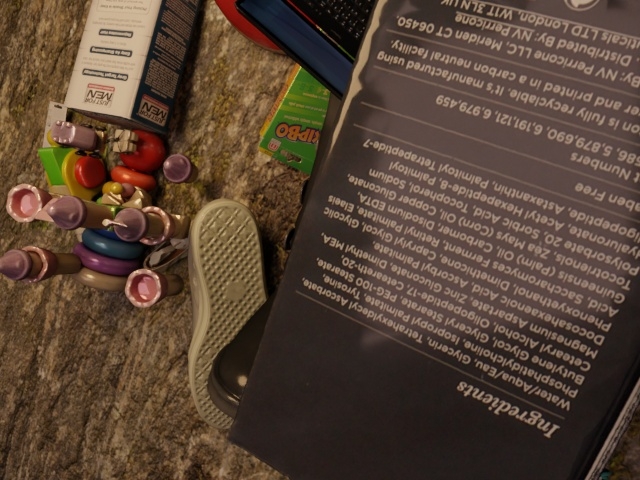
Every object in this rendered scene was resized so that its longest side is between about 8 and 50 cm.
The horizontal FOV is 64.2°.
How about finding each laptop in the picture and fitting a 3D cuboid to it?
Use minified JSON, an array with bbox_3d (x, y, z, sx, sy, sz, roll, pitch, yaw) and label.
[{"bbox_3d":[0.052,-0.299,0.649,0.234,0.136,0.264,37,86,-17],"label":"laptop"}]

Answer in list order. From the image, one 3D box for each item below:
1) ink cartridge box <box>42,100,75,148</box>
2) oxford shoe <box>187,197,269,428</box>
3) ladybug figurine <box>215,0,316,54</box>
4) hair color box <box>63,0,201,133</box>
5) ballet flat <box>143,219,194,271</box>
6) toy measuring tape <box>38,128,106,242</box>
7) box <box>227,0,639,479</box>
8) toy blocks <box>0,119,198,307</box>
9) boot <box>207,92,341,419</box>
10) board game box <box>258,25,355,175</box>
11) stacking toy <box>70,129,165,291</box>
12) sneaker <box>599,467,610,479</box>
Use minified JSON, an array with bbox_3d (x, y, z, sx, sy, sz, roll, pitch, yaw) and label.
[{"bbox_3d":[-0.597,-0.255,1.168,0.063,0.029,0.115,18,100,22],"label":"ink cartridge box"},{"bbox_3d":[-0.174,0.139,0.969,0.169,0.130,0.448,-5,103,-20],"label":"oxford shoe"},{"bbox_3d":[-0.093,-0.529,0.853,0.305,0.162,0.448,-24,84,23],"label":"ladybug figurine"},{"bbox_3d":[-0.348,-0.393,0.975,0.174,0.105,0.346,15,89,24],"label":"hair color box"},{"bbox_3d":[-0.298,0.015,1.044,0.168,0.052,0.057,-39,78,21],"label":"ballet flat"},{"bbox_3d":[-0.513,-0.090,1.124,0.122,0.121,0.329,1,117,24],"label":"toy measuring tape"},{"bbox_3d":[0.192,0.003,0.591,0.298,0.480,0.471,22,102,18],"label":"box"},{"bbox_3d":[-0.386,-0.059,0.858,0.289,0.260,0.308,10,90,9],"label":"toy blocks"},{"bbox_3d":[0.000,0.000,0.753,0.146,0.367,0.444,23,102,4],"label":"boot"},{"bbox_3d":[0.001,-0.244,0.862,0.259,0.124,0.039,-60,30,14],"label":"board game box"},{"bbox_3d":[-0.402,-0.067,1.048,0.141,0.141,0.330,25,99,20],"label":"stacking toy"},{"bbox_3d":[0.378,0.366,0.754,0.110,0.107,0.275,-27,85,10],"label":"sneaker"}]
